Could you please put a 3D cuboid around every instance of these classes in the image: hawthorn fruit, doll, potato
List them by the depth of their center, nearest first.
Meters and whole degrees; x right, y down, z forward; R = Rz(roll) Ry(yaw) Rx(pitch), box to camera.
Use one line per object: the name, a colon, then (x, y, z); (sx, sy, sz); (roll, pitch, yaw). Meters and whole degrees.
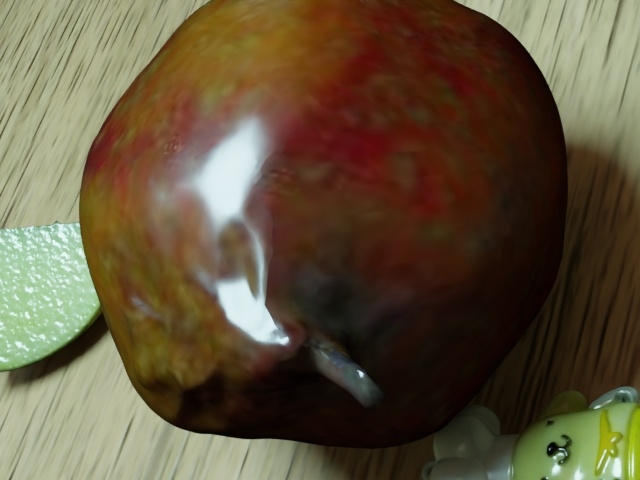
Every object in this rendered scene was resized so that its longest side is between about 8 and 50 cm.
doll: (0.134, 0.136, 0.738); (0.162, 0.062, 0.106); (-10, 50, 30)
hawthorn fruit: (-0.001, -0.008, 0.769); (0.308, 0.308, 0.325); (0, 45, 34)
potato: (-0.214, 0.046, 1.052); (0.149, 0.081, 0.120); (-5, 86, 12)
